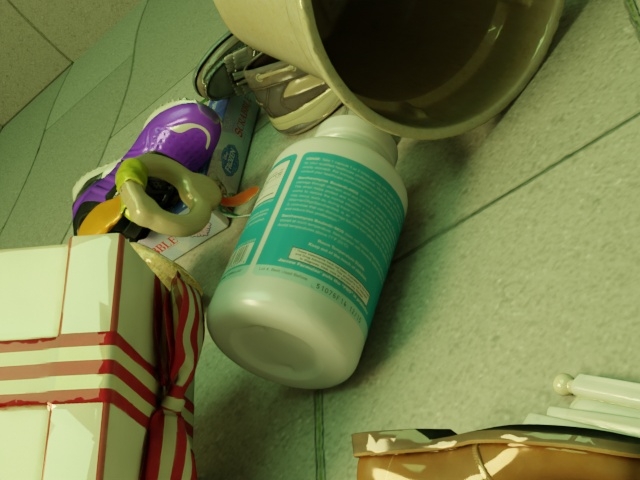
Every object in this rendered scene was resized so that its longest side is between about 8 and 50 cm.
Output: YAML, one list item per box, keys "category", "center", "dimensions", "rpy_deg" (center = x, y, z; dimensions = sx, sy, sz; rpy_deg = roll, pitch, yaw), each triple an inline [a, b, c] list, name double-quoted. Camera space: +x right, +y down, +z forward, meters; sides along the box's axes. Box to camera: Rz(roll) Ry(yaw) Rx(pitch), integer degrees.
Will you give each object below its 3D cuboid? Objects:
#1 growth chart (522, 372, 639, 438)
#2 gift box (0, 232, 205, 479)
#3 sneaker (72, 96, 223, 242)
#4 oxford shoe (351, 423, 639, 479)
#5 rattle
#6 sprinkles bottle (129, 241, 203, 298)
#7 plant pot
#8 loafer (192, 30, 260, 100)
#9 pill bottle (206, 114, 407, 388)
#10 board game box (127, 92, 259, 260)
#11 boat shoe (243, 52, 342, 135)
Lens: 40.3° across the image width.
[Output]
- category: "growth chart"
  center: [0.152, 0.182, 0.537]
  dimensions: [0.237, 0.021, 0.172]
  rpy_deg: [-54, 29, -11]
- category: "gift box"
  center: [-0.230, 0.144, 0.791]
  dimensions: [0.258, 0.276, 0.255]
  rpy_deg: [-5, 69, 9]
- category: "sneaker"
  center: [-0.243, -0.070, 1.214]
  dimensions: [0.293, 0.102, 0.146]
  rpy_deg: [-35, 37, 30]
- category: "oxford shoe"
  center: [0.113, 0.154, 0.555]
  dimensions: [0.212, 0.076, 0.076]
  rpy_deg: [-16, 69, 40]
- category: "rattle"
  center: [-0.191, -0.028, 1.150]
  dimensions: [0.130, 0.200, 0.142]
  rpy_deg: [45, 117, 33]
- category: "sprinkles bottle"
  center: [-0.287, 0.173, 1.059]
  dimensions: [0.121, 0.121, 0.355]
  rpy_deg: [4, 57, 56]
- category: "plant pot"
  center: [0.039, -0.298, 0.936]
  dimensions: [0.334, 0.334, 0.305]
  rpy_deg: [-52, 36, -9]
- category: "loafer"
  center: [-0.072, -0.296, 1.346]
  dimensions: [0.267, 0.096, 0.084]
  rpy_deg: [-37, 52, -16]
- category: "pill bottle"
  center: [0.000, 0.000, 0.853]
  dimensions: [0.146, 0.146, 0.264]
  rpy_deg: [-18, 40, 43]
- category: "board game box"
  center: [-0.250, -0.076, 1.388]
  dimensions: [0.318, 0.066, 0.318]
  rpy_deg: [-30, 32, 30]
- category: "boat shoe"
  center: [0.039, -0.279, 1.173]
  dimensions: [0.355, 0.130, 0.132]
  rpy_deg: [-34, 31, 24]
